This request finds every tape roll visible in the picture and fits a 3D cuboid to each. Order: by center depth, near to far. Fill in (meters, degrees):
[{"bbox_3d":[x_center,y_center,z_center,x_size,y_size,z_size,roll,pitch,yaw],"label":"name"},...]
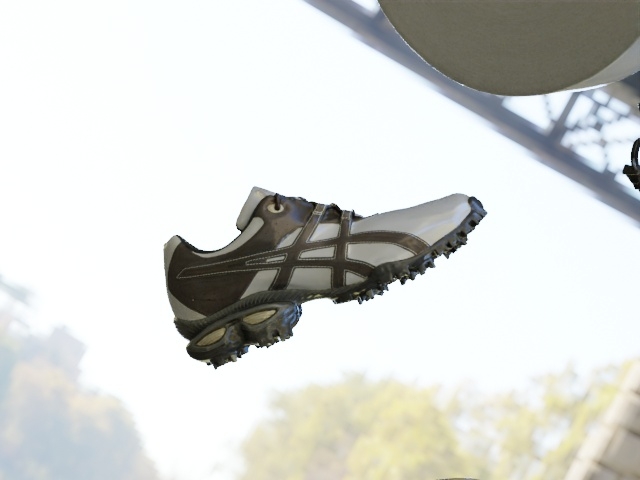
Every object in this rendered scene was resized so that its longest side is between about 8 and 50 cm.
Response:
[{"bbox_3d":[0.183,-0.317,1.678,0.392,0.392,0.072,20,20,42],"label":"tape roll"}]

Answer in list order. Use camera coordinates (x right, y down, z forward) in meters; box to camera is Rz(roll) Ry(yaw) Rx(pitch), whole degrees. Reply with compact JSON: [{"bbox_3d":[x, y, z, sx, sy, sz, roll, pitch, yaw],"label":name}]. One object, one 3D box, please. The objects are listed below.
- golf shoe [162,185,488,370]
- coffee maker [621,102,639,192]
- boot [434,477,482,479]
[{"bbox_3d":[0.000,0.000,1.165,0.077,0.198,0.093,120,-54,-82],"label":"golf shoe"},{"bbox_3d":[0.329,-0.098,1.389,0.178,0.171,0.120,0,-26,37],"label":"coffee maker"},{"bbox_3d":[0.056,0.213,0.715,0.138,0.284,0.377,21,-45,-22],"label":"boot"}]
